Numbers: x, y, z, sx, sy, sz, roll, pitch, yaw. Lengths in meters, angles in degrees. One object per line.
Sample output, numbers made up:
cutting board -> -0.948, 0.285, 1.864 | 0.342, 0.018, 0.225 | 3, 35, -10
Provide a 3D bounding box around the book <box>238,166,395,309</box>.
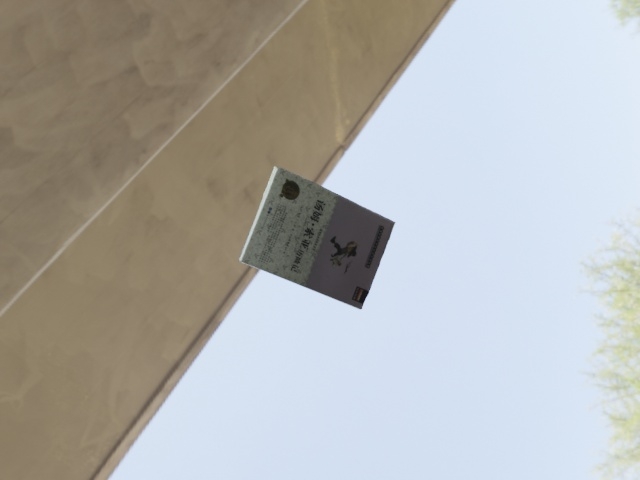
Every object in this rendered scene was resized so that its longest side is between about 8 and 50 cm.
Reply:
book -> 0.000, 0.000, 0.761 | 0.181, 0.014, 0.127 | 24, -98, -23
